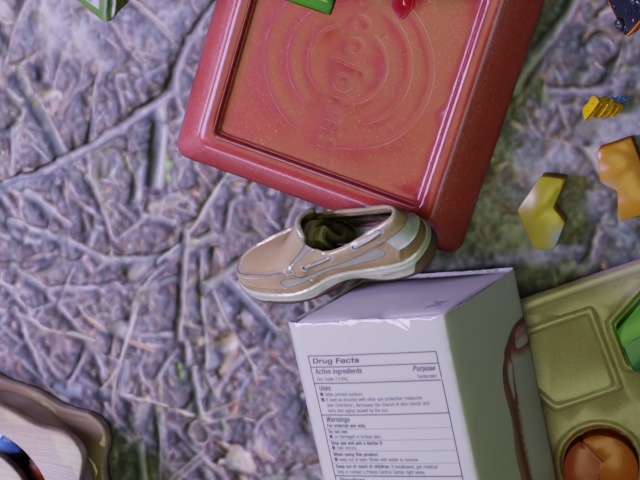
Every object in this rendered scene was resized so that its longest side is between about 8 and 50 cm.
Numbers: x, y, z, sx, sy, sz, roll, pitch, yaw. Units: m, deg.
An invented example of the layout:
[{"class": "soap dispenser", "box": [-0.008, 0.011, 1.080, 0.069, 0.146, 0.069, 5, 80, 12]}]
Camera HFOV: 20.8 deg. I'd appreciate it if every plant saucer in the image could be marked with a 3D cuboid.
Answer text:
[{"class": "plant saucer", "box": [0.026, -0.143, 1.405, 0.259, 0.048, 0.258, 20, 108, 8]}]

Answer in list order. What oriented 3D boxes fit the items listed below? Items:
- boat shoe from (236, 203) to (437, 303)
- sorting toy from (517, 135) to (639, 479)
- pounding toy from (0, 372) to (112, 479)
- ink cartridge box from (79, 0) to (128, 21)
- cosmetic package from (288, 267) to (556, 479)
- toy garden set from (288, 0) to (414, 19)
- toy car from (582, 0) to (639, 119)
[{"class": "boat shoe", "box": [0.000, 0.000, 1.412, 0.190, 0.068, 0.072, -15, 140, 33]}, {"class": "sorting toy", "box": [0.232, 0.085, 1.410, 0.229, 0.041, 0.307, -19, 98, 18]}, {"class": "pounding toy", "box": [-0.324, 0.200, 1.526, 0.269, 0.155, 0.154, 23, 104, 8]}, {"class": "ink cartridge box", "box": [-0.154, -0.334, 1.387, 0.189, 0.097, 0.255, 40, 76, 2]}, {"class": "cosmetic package", "box": [0.096, 0.182, 1.409, 0.153, 0.129, 0.296, -3, 105, 35]}, {"class": "toy garden set", "box": [0.042, -0.290, 1.321, 0.203, 0.049, 0.244, 19, 91, 2]}, {"class": "toy car", "box": [0.233, -0.157, 1.361, 0.040, 0.060, 0.122, -2, 130, -28]}]
